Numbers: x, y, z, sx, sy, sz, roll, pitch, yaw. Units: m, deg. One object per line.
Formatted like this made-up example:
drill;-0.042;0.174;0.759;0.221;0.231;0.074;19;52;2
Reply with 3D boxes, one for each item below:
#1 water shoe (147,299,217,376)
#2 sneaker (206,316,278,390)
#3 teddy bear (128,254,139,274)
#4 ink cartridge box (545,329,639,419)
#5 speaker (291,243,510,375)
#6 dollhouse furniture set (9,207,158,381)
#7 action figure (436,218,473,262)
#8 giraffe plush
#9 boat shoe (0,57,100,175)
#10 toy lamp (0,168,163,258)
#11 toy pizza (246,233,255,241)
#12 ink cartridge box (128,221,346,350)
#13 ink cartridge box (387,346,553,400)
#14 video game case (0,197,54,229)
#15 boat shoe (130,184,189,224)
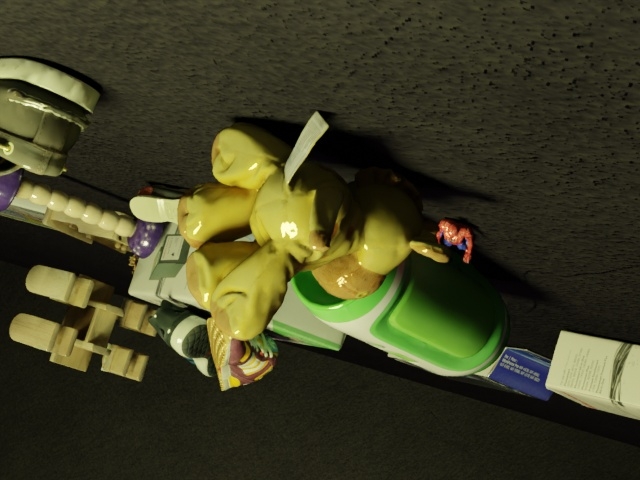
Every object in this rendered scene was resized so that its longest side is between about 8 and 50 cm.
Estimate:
water shoe;-0.169;0.126;1.559;0.080;0.073;0.203;37;171;19
sneaker;-0.097;0.134;1.474;0.084;0.069;0.185;-15;159;-11
teddy bear;-0.216;0.084;1.984;0.245;0.113;0.338;44;169;-8
ink cartridge box;0.426;0.190;1.525;0.203;0.086;0.148;10;168;39
speaker;0.093;0.060;1.222;0.131;0.131;0.296;10;168;37
dollhouse furniture set;-0.367;0.074;1.777;0.161;0.242;0.212;11;168;35
action figure;0.132;0.001;1.120;0.038;0.030;0.115;20;170;13
giraffe plush;0.005;-0.013;0.963;0.170;0.181;0.210;12;142;-39
boat shoe;-0.314;-0.108;1.071;0.109;0.091;0.305;24;168;-38
toy lamp;-0.343;-0.049;1.519;0.275;0.080;0.080;22;170;-30
toy pizza;0.000;0.000;1.336;0.201;0.032;0.201;15;170;3
ink cartridge box;-0.108;0.056;1.578;0.211;0.121;0.289;22;169;-27
ink cartridge box;0.288;0.222;2.040;0.165;0.065;0.333;24;168;-34
video game case;-0.508;-0.056;1.945;0.212;0.023;0.193;14;170;11
boat shoe;-0.159;-0.039;1.365;0.137;0.049;0.043;11;-149;22
